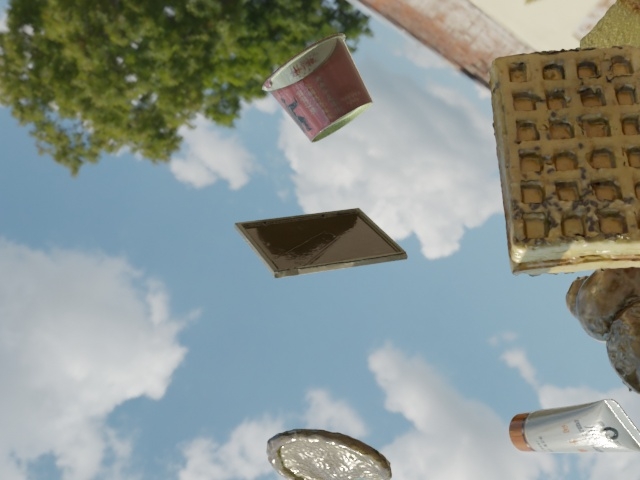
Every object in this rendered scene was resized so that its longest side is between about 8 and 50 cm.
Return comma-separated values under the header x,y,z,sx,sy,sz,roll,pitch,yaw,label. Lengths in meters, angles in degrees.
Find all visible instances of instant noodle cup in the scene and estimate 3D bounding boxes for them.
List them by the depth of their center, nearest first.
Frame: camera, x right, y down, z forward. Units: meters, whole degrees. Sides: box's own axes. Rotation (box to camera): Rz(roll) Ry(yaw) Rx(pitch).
x,y,z,sx,sy,sz,roll,pitch,yaw,label
0.005,-0.355,2.102,0.178,0.235,0.235,58,-155,1,instant noodle cup

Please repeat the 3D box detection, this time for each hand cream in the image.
x,y,z,sx,sy,sz,roll,pitch,yaw,label
0.525,0.387,1.797,0.139,0.314,0.089,49,-123,-7,hand cream

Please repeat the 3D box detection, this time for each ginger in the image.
x,y,z,sx,sy,sz,roll,pitch,yaw,label
0.654,0.163,1.824,0.176,0.256,0.375,12,-164,-29,ginger

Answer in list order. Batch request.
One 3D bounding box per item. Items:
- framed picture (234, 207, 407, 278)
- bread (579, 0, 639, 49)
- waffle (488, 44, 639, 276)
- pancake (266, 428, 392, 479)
x,y,z,sx,sy,sz,roll,pitch,yaw,label
0.000,0.000,1.772,0.290,0.020,0.211,-7,-150,-26,framed picture
0.622,-0.422,1.671,0.142,0.266,0.178,47,-174,22,bread
0.417,-0.131,1.420,0.114,0.261,0.376,75,-167,-63,waffle
0.020,0.464,1.802,0.286,0.288,0.033,57,-139,-36,pancake
